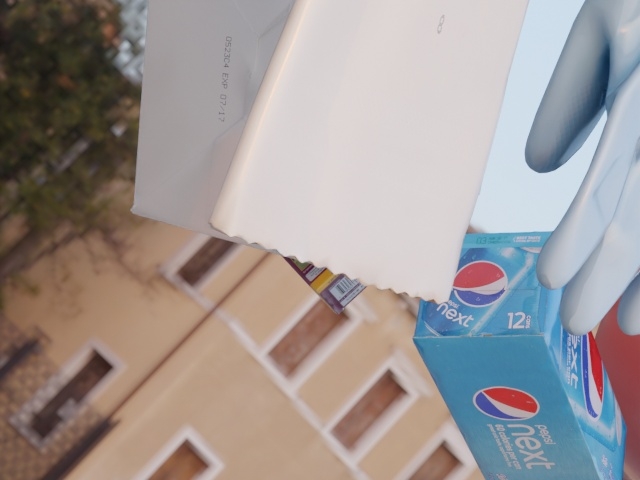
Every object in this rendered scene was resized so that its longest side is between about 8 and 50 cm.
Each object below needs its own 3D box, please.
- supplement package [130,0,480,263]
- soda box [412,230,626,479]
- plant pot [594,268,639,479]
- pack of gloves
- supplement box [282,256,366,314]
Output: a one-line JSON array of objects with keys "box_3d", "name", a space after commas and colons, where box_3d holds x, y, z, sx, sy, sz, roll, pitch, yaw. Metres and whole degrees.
[{"box_3d": [0.008, -0.112, 0.918, 0.149, 0.194, 0.203, 16, 21, 24], "name": "supplement package"}, {"box_3d": [0.117, 0.082, 0.853, 0.071, 0.067, 0.210, -3, -36, 22], "name": "soda box"}, {"box_3d": [0.370, 0.147, 1.205, 0.275, 0.275, 0.243, 47, 9, -17], "name": "plant pot"}, {"box_3d": [0.066, -0.093, 0.405, 0.195, 0.232, 0.046, 18, 0, -44], "name": "pack of gloves"}, {"box_3d": [0.000, 0.000, 1.034, 0.083, 0.055, 0.043, 48, 0, 33], "name": "supplement box"}]
